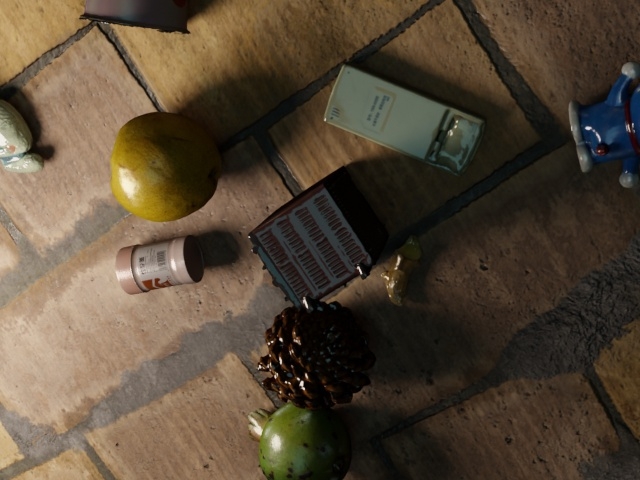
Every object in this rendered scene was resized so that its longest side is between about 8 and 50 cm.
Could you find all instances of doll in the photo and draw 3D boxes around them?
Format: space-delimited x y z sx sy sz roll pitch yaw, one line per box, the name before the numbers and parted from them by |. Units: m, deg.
doll | -0.636 -0.218 1.835 0.103 0.071 0.214 -30 105 28
doll | 0.545 -0.195 1.532 0.256 0.161 0.215 -7 120 32

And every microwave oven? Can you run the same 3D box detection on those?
microwave oven | 0.000 -0.002 1.655 0.188 0.247 0.178 -35 94 14

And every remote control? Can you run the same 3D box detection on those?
remote control | 0.153 -0.220 1.668 0.285 0.038 0.124 21 112 4

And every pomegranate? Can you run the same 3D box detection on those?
pomegranate | -0.050 0.410 1.845 0.247 0.202 0.202 18 114 41

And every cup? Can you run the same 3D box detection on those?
cup | -0.310 -0.518 1.611 0.202 0.203 0.289 10 102 10

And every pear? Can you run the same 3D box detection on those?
pear | -0.285 -0.135 1.707 0.208 0.209 0.209 4 108 12

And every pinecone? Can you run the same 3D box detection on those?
pinecone | -0.018 0.223 1.761 0.221 0.221 0.222 4 108 12

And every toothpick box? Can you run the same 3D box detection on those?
toothpick box | -0.318 0.048 1.826 0.148 0.098 0.099 -11 104 15

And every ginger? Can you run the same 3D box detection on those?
ginger | 0.153 0.056 1.749 0.057 0.044 0.137 14 112 -10
